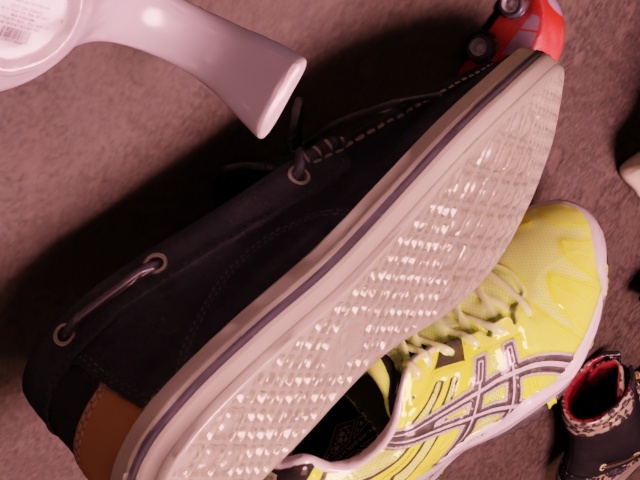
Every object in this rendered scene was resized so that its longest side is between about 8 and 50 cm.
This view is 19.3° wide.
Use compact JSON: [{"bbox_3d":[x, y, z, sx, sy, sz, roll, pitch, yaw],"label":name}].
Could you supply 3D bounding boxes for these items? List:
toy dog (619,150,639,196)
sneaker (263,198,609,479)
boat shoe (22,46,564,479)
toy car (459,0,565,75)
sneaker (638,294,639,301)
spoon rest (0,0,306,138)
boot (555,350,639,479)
[{"bbox_3d":[0.483,-0.182,1.671,0.408,0.284,0.395,-57,161,-6],"label":"toy dog"},{"bbox_3d":[0.102,0.107,1.577,0.385,0.145,0.147,-46,153,-12],"label":"sneaker"},{"bbox_3d":[0.000,0.000,1.284,0.500,0.156,0.187,-40,149,-34],"label":"boat shoe"},{"bbox_3d":[0.202,-0.229,1.411,0.239,0.053,0.225,-39,151,-22],"label":"toy car"},{"bbox_3d":[0.457,0.010,2.048,0.330,0.122,0.146,-10,114,-50],"label":"sneaker"},{"bbox_3d":[-0.132,-0.124,1.032,0.276,0.084,0.137,16,109,-47],"label":"spoon rest"},{"bbox_3d":[0.352,0.173,2.098,0.236,0.085,0.178,-41,149,-18],"label":"boot"}]
